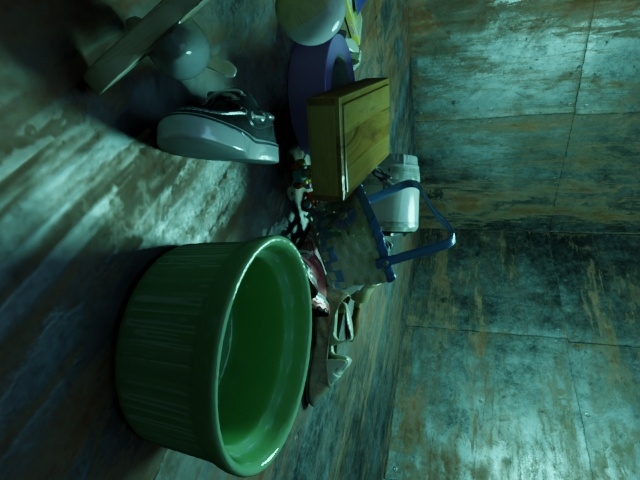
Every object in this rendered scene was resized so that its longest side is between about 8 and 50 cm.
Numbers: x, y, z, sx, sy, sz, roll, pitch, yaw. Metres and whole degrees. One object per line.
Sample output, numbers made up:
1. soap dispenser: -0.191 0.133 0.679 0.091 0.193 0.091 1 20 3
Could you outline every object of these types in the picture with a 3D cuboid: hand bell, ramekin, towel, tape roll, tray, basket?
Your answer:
1. hand bell: 0.123 0.231 1.535 0.126 0.126 0.242 -40 142 -66
2. ramekin: -0.129 0.142 0.619 0.303 0.148 0.304 3 90 -72
3. towel: 0.000 0.000 1.204 0.197 0.029 0.144 -70 152 -45
4. tape roll: 0.012 -0.345 1.096 0.274 0.090 0.275 3 90 -72
5. tray: 0.084 -0.252 1.055 0.411 0.076 0.203 -47 138 -57
6. basket: 0.130 -0.025 1.041 0.255 0.288 0.201 -110 -177 -53

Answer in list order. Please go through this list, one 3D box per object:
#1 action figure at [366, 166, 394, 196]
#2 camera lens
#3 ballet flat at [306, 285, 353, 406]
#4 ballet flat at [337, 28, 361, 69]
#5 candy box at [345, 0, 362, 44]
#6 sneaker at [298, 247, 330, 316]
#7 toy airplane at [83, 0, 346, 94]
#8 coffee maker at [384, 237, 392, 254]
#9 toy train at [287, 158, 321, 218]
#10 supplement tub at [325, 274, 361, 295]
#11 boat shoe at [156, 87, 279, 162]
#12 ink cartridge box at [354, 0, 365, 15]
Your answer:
1. action figure: 0.119 -0.164 1.347 0.140 0.164 0.276 24 74 -38
2. camera lens: 0.235 -0.154 1.596 0.219 0.219 0.275 -7 99 -72
3. ballet flat: 0.030 0.278 1.198 0.107 0.106 0.317 33 61 -69
4. ballet flat: 0.073 -0.521 1.275 0.248 0.086 0.087 2 91 -72
5. candy box: 0.095 -0.717 1.407 0.206 0.027 0.105 49 42 -65
6. sneaker: -0.053 0.068 0.957 0.314 0.115 0.136 69 19 -65
7. toy airplane: -0.038 -0.318 0.464 0.272 0.385 0.385 49 46 -48
8. coffee maker: 0.196 0.069 1.634 0.178 0.120 0.172 -15 104 -79
9. toy train: -0.026 -0.123 1.073 0.166 0.046 0.125 30 64 -70
10. supplement tub: 0.091 0.092 1.348 0.190 0.116 0.117 -21 112 -71
11. boat shoe: -0.130 -0.167 0.648 0.301 0.108 0.102 -22 113 -73
12. ink cartridge box: 0.133 -0.893 1.401 0.304 0.072 0.308 -73 153 -51
